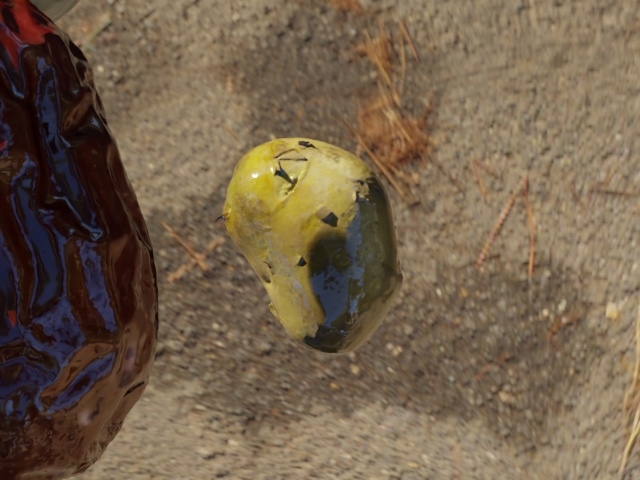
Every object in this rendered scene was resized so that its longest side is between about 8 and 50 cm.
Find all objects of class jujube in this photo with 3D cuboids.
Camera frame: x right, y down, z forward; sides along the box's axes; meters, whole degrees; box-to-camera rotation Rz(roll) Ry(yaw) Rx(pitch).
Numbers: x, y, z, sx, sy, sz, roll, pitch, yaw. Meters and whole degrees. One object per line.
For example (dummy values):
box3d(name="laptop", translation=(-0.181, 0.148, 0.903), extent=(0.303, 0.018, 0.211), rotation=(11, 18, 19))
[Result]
box3d(name="jujube", translation=(-0.172, -0.004, 0.662), extent=(0.174, 0.174, 0.250), rotation=(-12, 86, 7))

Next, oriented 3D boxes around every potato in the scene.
box3d(name="potato", translation=(0.000, 0.000, 1.074), extent=(0.137, 0.137, 0.176), rotation=(-26, 90, 4))

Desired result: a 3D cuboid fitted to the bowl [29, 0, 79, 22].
box3d(name="bowl", translation=(-0.179, -0.252, 0.836), extent=(0.146, 0.289, 0.289), rotation=(-2, 76, -14))
